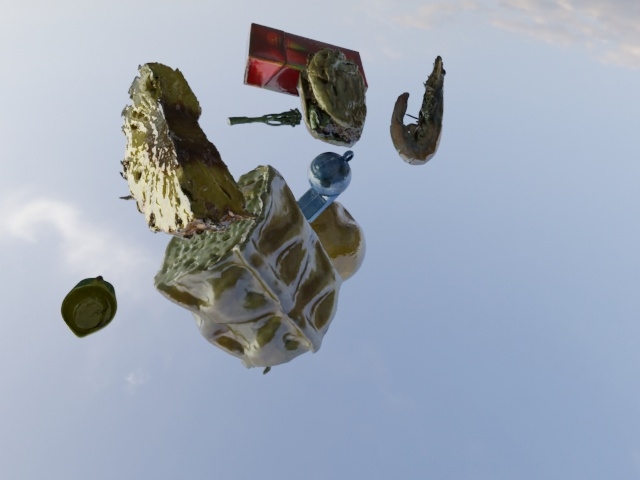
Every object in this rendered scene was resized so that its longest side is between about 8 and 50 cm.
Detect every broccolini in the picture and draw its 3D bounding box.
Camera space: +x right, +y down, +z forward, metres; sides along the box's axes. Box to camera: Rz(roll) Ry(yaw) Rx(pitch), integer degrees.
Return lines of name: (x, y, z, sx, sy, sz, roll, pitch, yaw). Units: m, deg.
broccolini: (-0.100, -0.225, 0.862, 0.140, 0.035, 0.030, -7, -104, -19)

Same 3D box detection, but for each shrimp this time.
shrimp: (0.226, -0.295, 1.053, 0.144, 0.251, 0.052, 10, 178, -31)

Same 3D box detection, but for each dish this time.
dish: (-0.687, 0.208, 1.396, 0.149, 0.080, 0.207, 19, -132, -19)

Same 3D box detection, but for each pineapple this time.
pineapple: (-0.169, -0.078, 0.539, 0.079, 0.135, 0.233, 0, -124, -48)

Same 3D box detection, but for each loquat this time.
loquat: (0.004, 0.001, 1.074, 0.213, 0.213, 0.213, 3, -140, -2)

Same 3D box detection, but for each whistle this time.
whistle: (0.003, -0.108, 0.868, 0.158, 0.090, 0.090, -43, -135, 12)

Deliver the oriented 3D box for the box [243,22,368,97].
box: (-0.042, -0.462, 1.248, 0.313, 0.089, 0.197, 9, -134, -14)

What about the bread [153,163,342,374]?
bread: (-0.098, 0.051, 0.696, 0.239, 0.252, 0.196, -32, -140, 10)

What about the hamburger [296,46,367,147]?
hamburger: (0.023, -0.313, 1.057, 0.130, 0.206, 0.183, -6, 177, 40)
